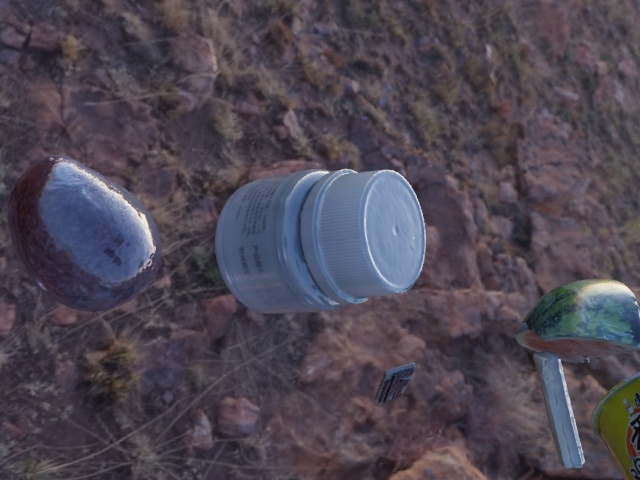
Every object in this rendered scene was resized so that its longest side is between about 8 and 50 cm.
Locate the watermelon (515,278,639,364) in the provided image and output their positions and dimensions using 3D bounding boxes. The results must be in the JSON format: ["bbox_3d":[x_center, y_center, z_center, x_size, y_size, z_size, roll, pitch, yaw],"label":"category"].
[{"bbox_3d":[0.540,0.172,1.479,0.224,0.305,0.180,-31,83,-11],"label":"watermelon"}]

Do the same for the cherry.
[{"bbox_3d":[-0.255,-0.004,0.771,0.176,0.176,0.140,46,77,-23],"label":"cherry"}]

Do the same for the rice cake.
[{"bbox_3d":[0.478,0.343,1.445,0.052,0.057,0.256,-19,100,-13],"label":"rice cake"}]

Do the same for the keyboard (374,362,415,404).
[{"bbox_3d":[0.123,0.245,1.216,0.055,0.166,0.017,-12,63,-9],"label":"keyboard"}]

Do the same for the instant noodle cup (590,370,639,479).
[{"bbox_3d":[0.541,0.315,1.011,0.264,0.264,0.200,35,32,-33],"label":"instant noodle cup"}]

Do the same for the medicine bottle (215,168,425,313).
[{"bbox_3d":[0.000,0.000,1.230,0.245,0.306,0.245,10,77,-51],"label":"medicine bottle"}]
